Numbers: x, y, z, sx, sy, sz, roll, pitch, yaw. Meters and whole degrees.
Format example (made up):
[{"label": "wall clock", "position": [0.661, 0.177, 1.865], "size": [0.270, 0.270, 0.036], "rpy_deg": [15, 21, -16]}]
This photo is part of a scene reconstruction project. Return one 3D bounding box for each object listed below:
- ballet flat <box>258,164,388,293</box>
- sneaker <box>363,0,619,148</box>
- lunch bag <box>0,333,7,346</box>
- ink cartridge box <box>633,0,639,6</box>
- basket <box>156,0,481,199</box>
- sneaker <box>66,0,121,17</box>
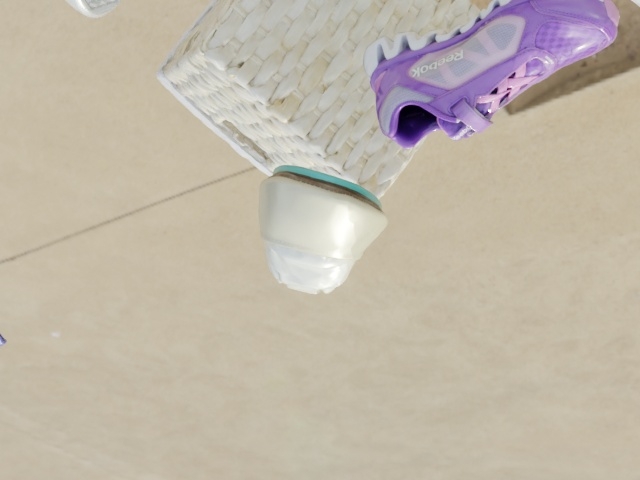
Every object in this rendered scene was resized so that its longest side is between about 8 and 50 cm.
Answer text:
[{"label": "ballet flat", "position": [0.000, 0.000, 0.548], "size": [0.086, 0.086, 0.248], "rpy_deg": [6, 180, 5]}, {"label": "sneaker", "position": [0.141, -0.141, 0.679], "size": [0.236, 0.105, 0.095], "rpy_deg": [-12, 152, 37]}, {"label": "lunch bag", "position": [-0.568, -0.001, 0.788], "size": [0.327, 0.385, 0.239], "rpy_deg": [-28, 164, -26]}, {"label": "ink cartridge box", "position": [0.558, -0.522, 1.248], "size": [0.226, 0.131, 0.306], "rpy_deg": [45, 176, 17]}, {"label": "basket", "position": [0.011, -0.260, 1.087], "size": [0.328, 0.331, 0.266], "rpy_deg": [40, 169, -18]}, {"label": "sneaker", "position": [-0.246, -0.297, 0.596], "size": [0.151, 0.094, 0.256], "rpy_deg": [34, 157, 18]}]
